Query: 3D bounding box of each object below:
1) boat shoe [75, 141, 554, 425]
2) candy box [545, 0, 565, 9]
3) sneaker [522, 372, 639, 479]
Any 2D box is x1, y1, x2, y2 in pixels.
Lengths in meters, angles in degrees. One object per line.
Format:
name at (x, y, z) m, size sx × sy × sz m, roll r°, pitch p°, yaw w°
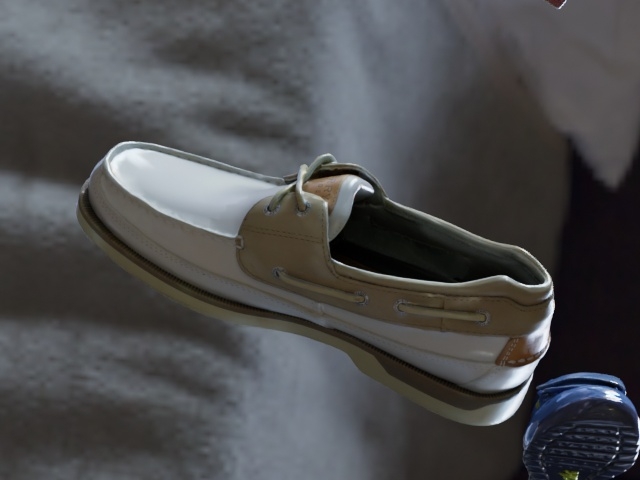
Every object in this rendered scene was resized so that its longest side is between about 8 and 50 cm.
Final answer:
boat shoe at (0.000, 0.000, 1.145) m, size 0.113 × 0.302 × 0.103 m, roll -62°, pitch 173°, yaw -52°
candy box at (0.124, -0.220, 1.039) m, size 0.109 × 0.053 × 0.187 m, roll -52°, pitch -152°, yaw 22°
sneaker at (0.126, 0.088, 0.925) m, size 0.144 × 0.053 × 0.059 m, roll 96°, pitch 5°, yaw -71°
